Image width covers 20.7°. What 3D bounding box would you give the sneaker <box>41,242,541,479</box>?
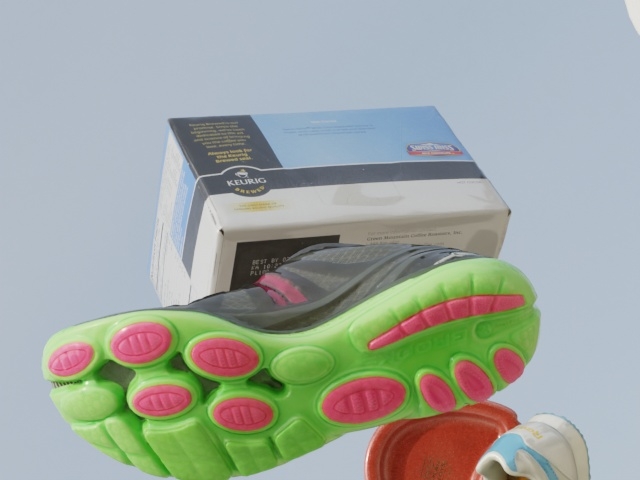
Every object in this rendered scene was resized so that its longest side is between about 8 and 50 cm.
[{"bbox_3d":[-0.029,0.110,1.719,0.483,0.202,0.185,-8,-75,-4],"label":"sneaker"}]

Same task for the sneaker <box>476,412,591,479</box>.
[{"bbox_3d":[0.187,0.265,1.457,0.092,0.087,0.228,-20,-83,-42],"label":"sneaker"}]

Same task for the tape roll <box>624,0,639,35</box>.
[{"bbox_3d":[0.376,-0.238,1.358,0.100,0.286,0.286,29,-75,-35],"label":"tape roll"}]

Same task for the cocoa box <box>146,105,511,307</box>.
[{"bbox_3d":[0.000,0.000,2.013,0.347,0.228,0.231,-4,-53,-21],"label":"cocoa box"}]

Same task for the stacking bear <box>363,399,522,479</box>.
[{"bbox_3d":[0.139,0.281,2.014,0.289,0.164,0.175,68,-142,-75],"label":"stacking bear"}]
